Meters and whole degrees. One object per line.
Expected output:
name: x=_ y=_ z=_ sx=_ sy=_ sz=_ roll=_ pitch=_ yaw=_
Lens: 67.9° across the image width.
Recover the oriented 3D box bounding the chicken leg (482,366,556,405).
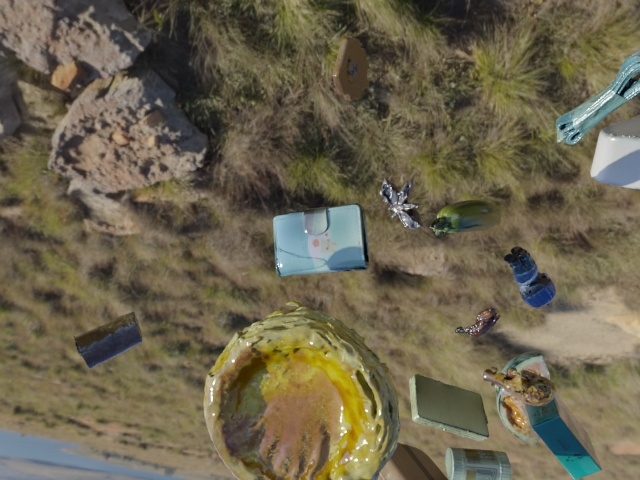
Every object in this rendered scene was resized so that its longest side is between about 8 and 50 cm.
chicken leg: x=0.544 y=0.399 z=1.329 sx=0.101 sy=0.085 sz=0.207 roll=30 pitch=165 yaw=-35

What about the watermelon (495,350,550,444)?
watermelon: x=0.697 y=0.534 z=1.708 sx=0.175 sy=0.322 sz=0.188 roll=11 pitch=-177 yaw=-1

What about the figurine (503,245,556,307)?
figurine: x=0.466 y=0.080 z=1.055 sx=0.149 sy=0.086 sz=0.087 roll=53 pitch=165 yaw=-28

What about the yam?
yam: x=-0.444 y=0.211 z=1.006 sx=0.127 sy=0.084 sz=0.084 roll=-23 pitch=154 yaw=-19

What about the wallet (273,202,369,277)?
wallet: x=0.000 y=0.000 z=1.241 sx=0.250 sy=0.176 sz=0.075 roll=-6 pitch=174 yaw=22

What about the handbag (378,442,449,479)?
handbag: x=0.266 y=0.670 z=1.230 sx=0.283 sy=0.149 sz=0.302 roll=28 pitch=-177 yaw=-28

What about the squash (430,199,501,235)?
squash: x=0.338 y=-0.054 z=1.047 sx=0.080 sy=0.071 sz=0.318 roll=9 pitch=-170 yaw=37

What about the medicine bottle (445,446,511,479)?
medicine bottle: x=0.230 y=0.331 z=0.699 sx=0.083 sy=0.047 sz=0.047 roll=3 pitch=149 yaw=2

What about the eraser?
eraser: x=0.922 y=-0.219 z=1.216 sx=0.331 sy=0.331 sz=0.150 roll=-1 pitch=121 yaw=11

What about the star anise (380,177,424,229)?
star anise: x=0.367 y=-0.171 z=2.187 sx=0.198 sy=0.110 sz=0.258 roll=5 pitch=121 yaw=47

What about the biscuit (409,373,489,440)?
biscuit: x=0.312 y=0.409 z=1.161 sx=0.199 sy=0.121 sz=0.041 roll=21 pitch=127 yaw=-11

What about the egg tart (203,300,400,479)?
egg tart: x=-0.031 y=0.310 z=0.915 sx=0.387 sy=0.388 sz=0.169 roll=-4 pitch=179 yaw=16

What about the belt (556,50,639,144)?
belt: x=0.768 y=-0.381 z=1.297 sx=0.087 sy=0.072 sz=0.302 roll=27 pitch=139 yaw=-13

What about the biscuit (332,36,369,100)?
biscuit: x=0.103 y=-0.540 z=1.530 sx=0.034 sy=0.182 sz=0.215 roll=15 pitch=179 yaw=28

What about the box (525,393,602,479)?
box: x=0.740 y=0.584 z=1.464 sx=0.092 sy=0.153 sz=0.245 roll=-36 pitch=101 yaw=25

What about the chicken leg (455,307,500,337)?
chicken leg: x=0.281 y=0.150 z=0.842 sx=0.083 sy=0.036 sz=0.021 roll=-39 pitch=172 yaw=15
